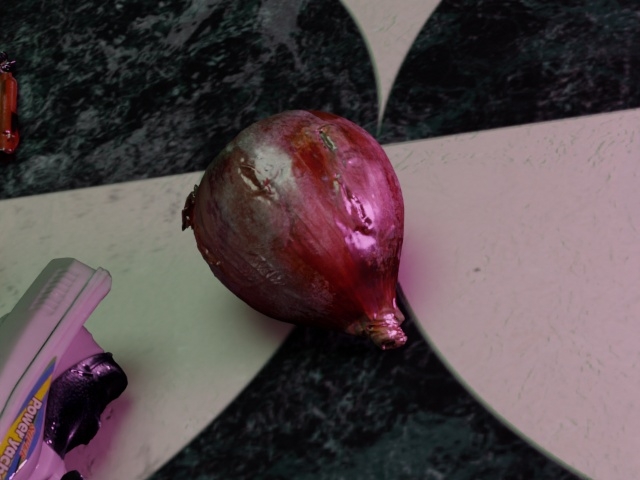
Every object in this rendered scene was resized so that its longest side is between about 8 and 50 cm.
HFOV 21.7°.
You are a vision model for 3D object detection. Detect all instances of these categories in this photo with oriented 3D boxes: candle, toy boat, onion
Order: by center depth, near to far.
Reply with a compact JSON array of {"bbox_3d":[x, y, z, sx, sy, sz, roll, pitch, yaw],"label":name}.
[{"bbox_3d":[-0.206,0.137,1.163,0.140,0.141,0.269,-10,39,12],"label":"toy boat"},{"bbox_3d":[0.000,0.000,1.226,0.159,0.159,0.195,-32,70,-15],"label":"onion"},{"bbox_3d":[-0.297,-0.130,1.588,0.026,0.021,0.167,-32,37,17],"label":"candle"}]
